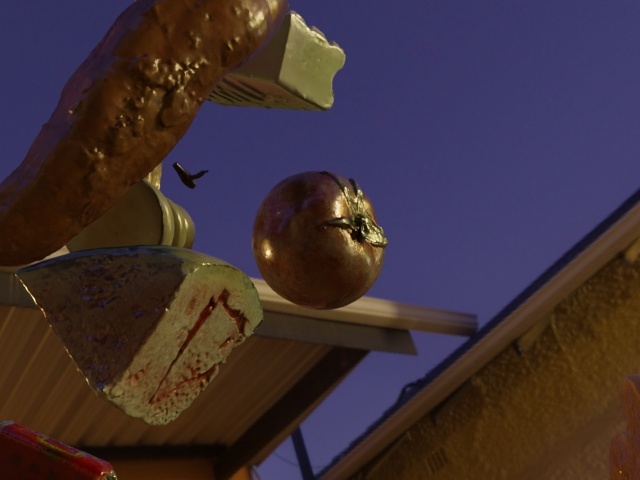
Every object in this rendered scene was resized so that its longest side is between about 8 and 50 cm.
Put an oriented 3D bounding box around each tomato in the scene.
[{"bbox_3d":[0.000,0.000,1.409,0.282,0.317,0.316,-22,-35,30],"label":"tomato"}]

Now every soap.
[{"bbox_3d":[-0.199,-0.401,1.385,0.261,0.446,0.156,17,-92,-50],"label":"soap"}]

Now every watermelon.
[{"bbox_3d":[-0.219,0.109,0.729,0.261,0.201,0.213,0,-26,9],"label":"watermelon"}]

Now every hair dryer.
[{"bbox_3d":[-0.320,-0.172,1.570,0.083,0.031,0.079,-20,-56,24],"label":"hair dryer"}]

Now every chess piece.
[{"bbox_3d":[-0.325,-0.023,1.173,0.182,0.182,0.330,-24,-4,3],"label":"chess piece"}]

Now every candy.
[{"bbox_3d":[-0.342,0.287,0.770,0.292,0.086,0.059,21,-13,2],"label":"candy"}]

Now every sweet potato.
[{"bbox_3d":[-0.132,-0.126,0.484,0.354,0.095,0.106,-52,-16,-25],"label":"sweet potato"}]

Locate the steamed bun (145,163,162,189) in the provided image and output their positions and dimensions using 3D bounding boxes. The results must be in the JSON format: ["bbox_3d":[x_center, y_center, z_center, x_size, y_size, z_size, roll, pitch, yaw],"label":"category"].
[{"bbox_3d":[-0.534,-0.167,1.689,0.189,0.428,0.247,6,-20,-11],"label":"steamed bun"}]

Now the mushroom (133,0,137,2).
[{"bbox_3d":[-0.311,-0.494,1.177,0.126,0.177,0.397,12,-45,8],"label":"mushroom"}]

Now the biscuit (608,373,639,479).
[{"bbox_3d":[0.375,0.285,0.663,0.052,0.275,0.355,-6,-41,10],"label":"biscuit"}]
